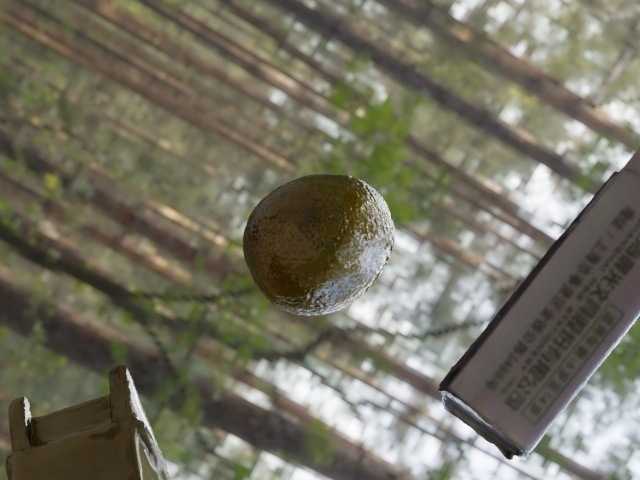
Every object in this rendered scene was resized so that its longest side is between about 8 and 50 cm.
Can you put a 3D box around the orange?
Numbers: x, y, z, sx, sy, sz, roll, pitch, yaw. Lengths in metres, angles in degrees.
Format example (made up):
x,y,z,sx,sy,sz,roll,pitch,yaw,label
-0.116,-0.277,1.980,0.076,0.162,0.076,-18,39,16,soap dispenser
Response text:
x,y,z,sx,sy,sz,roll,pitch,yaw,label
0.000,0.000,1.058,0.095,0.085,0.085,-32,-171,-23,orange

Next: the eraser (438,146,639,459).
x,y,z,sx,sy,sz,roll,pitch,yaw,label
0.212,0.036,1.367,0.287,0.086,0.130,-50,170,-7,eraser

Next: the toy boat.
x,y,z,sx,sy,sz,roll,pitch,yaw,label
-0.075,0.283,1.062,0.135,0.446,0.162,-16,-157,6,toy boat
